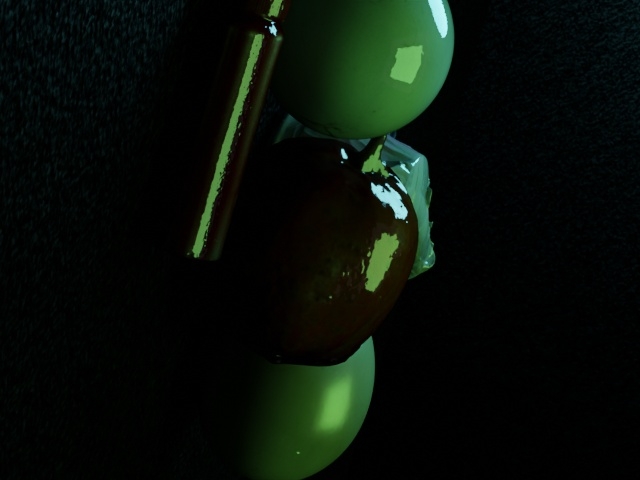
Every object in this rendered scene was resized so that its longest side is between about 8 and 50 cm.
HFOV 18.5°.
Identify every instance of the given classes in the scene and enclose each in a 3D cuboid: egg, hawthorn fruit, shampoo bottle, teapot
[{"bbox_3d":[0.035,-0.193,1.848,0.264,0.183,0.183,-70,176,-71],"label":"egg"},{"bbox_3d":[0.000,0.000,1.899,0.250,0.215,0.215,-52,177,16],"label":"hawthorn fruit"},{"bbox_3d":[-0.081,-0.116,1.664,0.102,0.064,0.260,-13,120,-79],"label":"shampoo bottle"},{"bbox_3d":[-0.035,0.140,2.075,0.186,0.186,0.242,94,11,-58],"label":"egg"},{"bbox_3d":[0.028,-0.025,2.095,0.163,0.178,0.221,-53,153,-52],"label":"teapot"}]

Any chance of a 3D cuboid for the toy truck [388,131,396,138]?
[{"bbox_3d":[0.037,-0.071,2.287,0.253,0.124,0.114,86,21,-44],"label":"toy truck"}]
